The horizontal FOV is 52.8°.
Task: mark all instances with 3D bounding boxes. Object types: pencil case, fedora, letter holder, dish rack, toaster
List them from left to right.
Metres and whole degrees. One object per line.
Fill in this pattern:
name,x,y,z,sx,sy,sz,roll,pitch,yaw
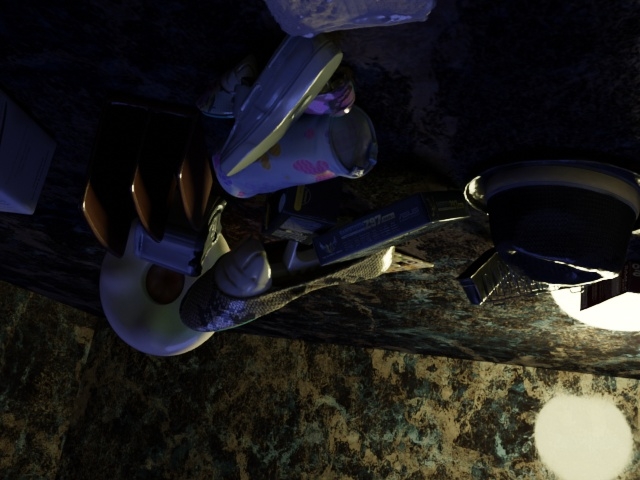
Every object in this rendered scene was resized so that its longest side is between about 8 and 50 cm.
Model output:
letter holder,-0.298,-0.083,1.144,0.152,0.214,0.302,10,162,-2
toaster,-0.299,-0.019,1.370,0.146,0.227,0.129,16,127,0
pencil case,-0.043,-0.136,1.012,0.273,0.114,0.124,-6,174,40
dish rack,0.431,0.054,1.279,0.271,0.074,0.208,-14,-169,38
fedora,0.402,-0.016,1.083,0.334,0.153,0.334,8,162,3

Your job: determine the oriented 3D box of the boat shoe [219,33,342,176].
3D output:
boat shoe,-0.068,-0.180,0.823,0.227,0.081,0.079,-45,176,28

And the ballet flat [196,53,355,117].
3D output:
ballet flat,-0.064,-0.211,0.875,0.221,0.077,0.079,3,144,6

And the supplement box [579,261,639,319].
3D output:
supplement box,0.706,0.119,1.476,0.130,0.073,0.239,9,164,-1

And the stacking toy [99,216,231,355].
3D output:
stacking toy,-0.312,0.121,1.705,0.350,0.351,0.480,4,173,16

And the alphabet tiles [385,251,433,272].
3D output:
alphabet tiles,0.137,0.056,1.666,0.198,0.009,0.237,17,162,-37

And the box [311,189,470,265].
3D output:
box,0.128,-0.024,1.160,0.232,0.059,0.183,-24,173,33

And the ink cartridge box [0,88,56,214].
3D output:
ink cartridge box,-0.678,-0.198,1.064,0.285,0.166,0.395,7,162,8

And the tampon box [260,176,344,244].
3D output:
tampon box,-0.035,-0.075,1.183,0.101,0.120,0.161,14,162,-16

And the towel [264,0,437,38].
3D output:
towel,-0.005,-0.291,0.607,0.187,0.049,0.282,0,160,25

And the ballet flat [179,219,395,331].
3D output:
ballet flat,-0.064,0.041,1.330,0.482,0.164,0.182,-16,146,-15
